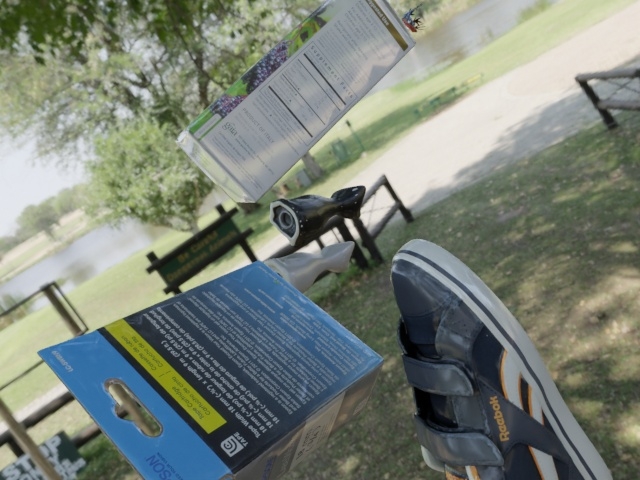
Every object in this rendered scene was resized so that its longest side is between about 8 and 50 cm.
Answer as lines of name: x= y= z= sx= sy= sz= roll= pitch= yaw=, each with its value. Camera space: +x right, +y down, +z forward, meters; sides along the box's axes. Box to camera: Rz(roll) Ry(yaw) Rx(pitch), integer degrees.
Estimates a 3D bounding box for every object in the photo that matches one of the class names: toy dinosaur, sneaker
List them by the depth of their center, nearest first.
sneaker: x=0.146 y=0.156 z=0.560 sx=0.127 sy=0.321 sz=0.126 roll=-37 pitch=5 yaw=-15
toy dinosaur: x=0.175 y=-0.426 z=1.166 sx=0.090 sy=0.047 sz=0.082 roll=-17 pitch=24 yaw=41

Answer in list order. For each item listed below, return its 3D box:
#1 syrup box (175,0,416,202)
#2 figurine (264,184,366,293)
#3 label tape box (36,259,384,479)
syrup box: x=-0.025 y=-0.151 z=0.599 sx=0.237 sy=0.096 sz=0.093 roll=-47 pitch=17 yaw=-11
figurine: x=0.000 y=0.000 z=1.164 sx=0.209 sy=0.214 sz=0.092 roll=-19 pitch=41 yaw=-40
label tape box: x=-0.119 y=0.172 z=0.708 sx=0.334 sy=0.241 sz=0.106 roll=-23 pitch=-40 yaw=-46
